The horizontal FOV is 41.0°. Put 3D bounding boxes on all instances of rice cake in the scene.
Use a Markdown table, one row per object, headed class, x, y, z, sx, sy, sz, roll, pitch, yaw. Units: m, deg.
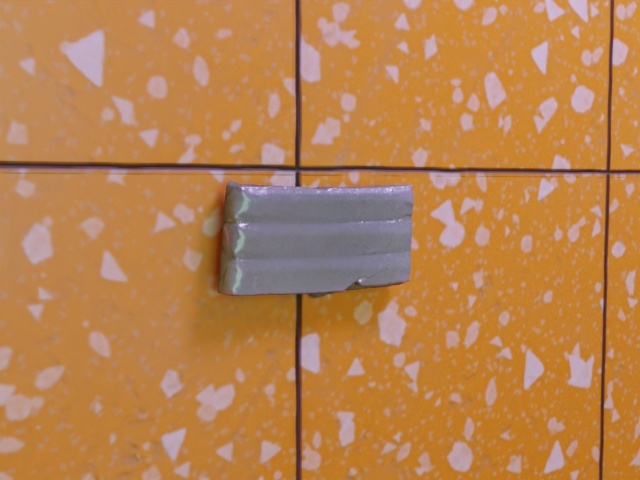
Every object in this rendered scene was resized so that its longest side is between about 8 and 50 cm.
| class | x | y | z | sx | sy | sz | roll | pitch | yaw |
| --- | --- | --- | --- | --- | --- | --- | --- | --- | --- |
| rice cake | 0.000 | 0.000 | 0.911 | 0.237 | 0.043 | 0.127 | 0 | 92 | -32 |
